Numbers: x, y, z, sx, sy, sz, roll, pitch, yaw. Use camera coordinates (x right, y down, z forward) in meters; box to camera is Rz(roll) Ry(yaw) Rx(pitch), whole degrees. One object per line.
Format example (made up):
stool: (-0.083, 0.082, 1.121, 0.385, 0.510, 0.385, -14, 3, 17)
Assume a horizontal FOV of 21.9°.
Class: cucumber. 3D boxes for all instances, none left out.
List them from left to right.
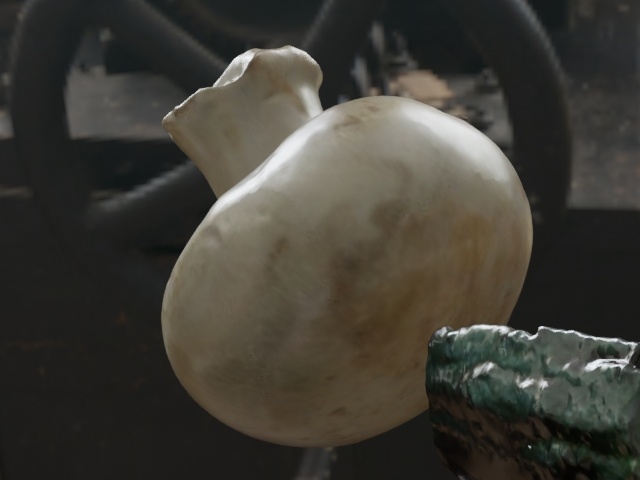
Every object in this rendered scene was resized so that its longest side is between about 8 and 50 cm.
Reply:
cucumber: (0.114, 0.085, 0.599, 0.115, 0.085, 0.193, 28, -4, -32)

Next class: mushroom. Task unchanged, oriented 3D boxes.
mushroom: (0.000, 0.000, 1.253, 0.297, 0.297, 0.290, -22, 58, -29)
